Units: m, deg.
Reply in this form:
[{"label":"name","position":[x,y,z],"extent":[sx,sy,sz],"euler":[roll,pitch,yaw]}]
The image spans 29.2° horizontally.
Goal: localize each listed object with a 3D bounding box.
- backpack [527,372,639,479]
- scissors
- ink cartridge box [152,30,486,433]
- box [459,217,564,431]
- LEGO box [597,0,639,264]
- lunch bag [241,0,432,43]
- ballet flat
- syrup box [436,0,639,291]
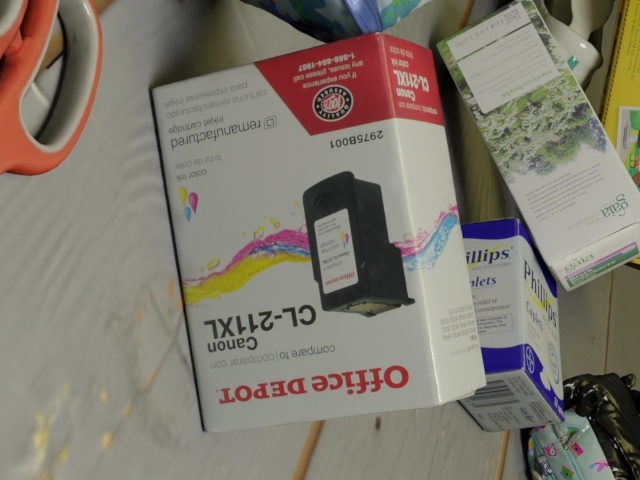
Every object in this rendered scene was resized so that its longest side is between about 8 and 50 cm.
[{"label":"backpack","position":[0.264,0.222,1.156],"extent":[0.152,0.115,0.182],"euler":[2,65,-53]},{"label":"scissors","position":[-0.132,-0.010,0.431],"extent":[0.109,0.021,0.297],"euler":[58,29,-46]},{"label":"ink cartridge box","position":[0.000,0.000,0.605],"extent":[0.072,0.128,0.175],"euler":[-2,82,-67]},{"label":"box","position":[0.148,0.071,1.011],"extent":[0.126,0.072,0.137],"euler":[49,37,-53]},{"label":"LEGO box","position":[0.417,-0.210,1.349],"extent":[0.372,0.193,0.500],"euler":[7,95,-78]},{"label":"lunch bag","position":[-0.026,-0.207,0.601],"extent":[0.176,0.090,0.219],"euler":[37,-22,50]},{"label":"ballet flat","position":[0.281,-0.274,1.374],"extent":[0.400,0.139,0.139],"euler":[-70,143,-49]},{"label":"syrup box","position":[0.197,-0.084,1.067],"extent":[0.236,0.093,0.096],"euler":[66,11,22]}]
